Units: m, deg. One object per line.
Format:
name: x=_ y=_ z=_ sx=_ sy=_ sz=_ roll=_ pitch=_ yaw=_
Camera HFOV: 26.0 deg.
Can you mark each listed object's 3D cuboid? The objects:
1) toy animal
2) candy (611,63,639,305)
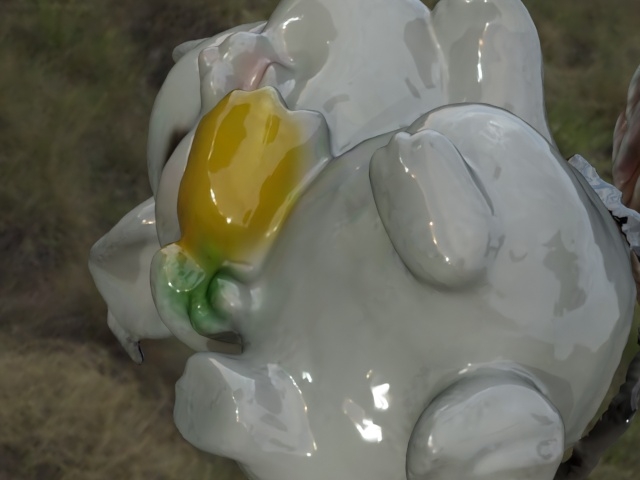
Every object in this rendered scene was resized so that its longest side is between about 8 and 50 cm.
toy animal: x=0.004 y=-0.005 z=0.552 sx=0.154 sy=0.209 sz=0.325 roll=26 pitch=-7 yaw=-24
candy: x=0.259 y=-0.046 z=0.766 sx=0.157 sy=0.214 sz=0.289 roll=29 pitch=33 yaw=-15
